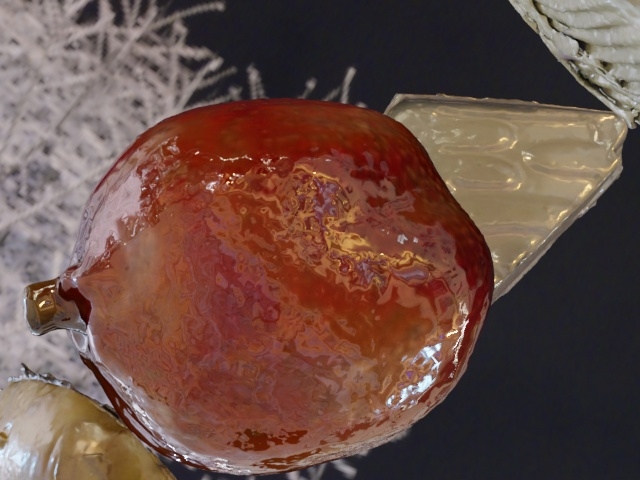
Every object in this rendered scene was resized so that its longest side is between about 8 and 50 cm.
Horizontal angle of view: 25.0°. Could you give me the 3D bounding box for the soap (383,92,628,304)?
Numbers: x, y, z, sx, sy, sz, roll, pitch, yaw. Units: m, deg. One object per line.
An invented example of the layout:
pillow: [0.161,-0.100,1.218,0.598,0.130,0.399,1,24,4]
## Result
soap: [0.158,0.024,1.286,0.257,0.302,0.159,5,-26,-10]

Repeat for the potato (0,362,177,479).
potato: [-0.148,0.154,0.800,0.200,0.081,0.164,-12,-65,54]

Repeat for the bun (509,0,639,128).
bun: [0.222,-0.160,0.885,0.273,0.273,0.168,40,-86,-13]

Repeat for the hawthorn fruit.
hawthorn fruit: [-0.029,0.025,0.603,0.169,0.188,0.169,36,-47,49]
